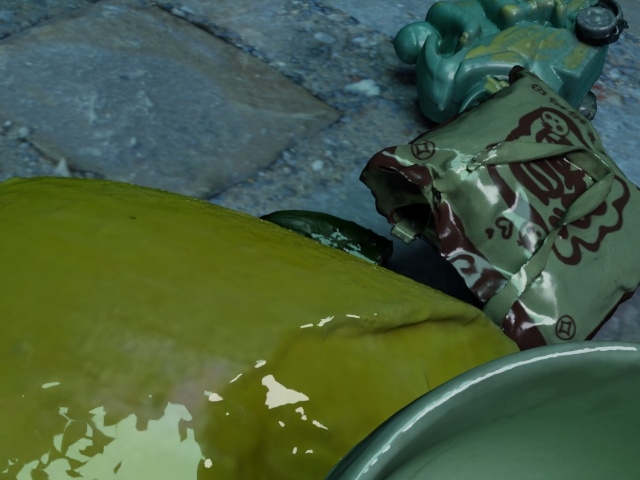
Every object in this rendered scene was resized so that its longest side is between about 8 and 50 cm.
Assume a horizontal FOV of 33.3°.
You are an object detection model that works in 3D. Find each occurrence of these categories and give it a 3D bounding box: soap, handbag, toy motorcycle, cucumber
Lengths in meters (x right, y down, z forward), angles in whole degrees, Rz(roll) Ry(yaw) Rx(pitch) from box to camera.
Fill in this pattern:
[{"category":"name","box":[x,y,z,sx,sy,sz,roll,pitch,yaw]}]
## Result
[{"category":"soap","box":[-0.081,0.087,0.623,0.427,0.115,0.306,17,47,4]},{"category":"handbag","box":[0.160,-0.020,0.815,0.235,0.127,0.213,-33,82,-35]},{"category":"toy motorcycle","box":[0.177,-0.175,1.027,0.198,0.109,0.296,24,47,21]},{"category":"cucumber","box":[0.000,0.000,0.814,0.107,0.035,0.067,21,41,11]}]

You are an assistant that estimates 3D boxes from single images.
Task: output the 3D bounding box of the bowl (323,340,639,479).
[{"category":"bowl","box":[0.102,0.205,0.453,0.307,0.163,0.307,5,72,-18]}]
